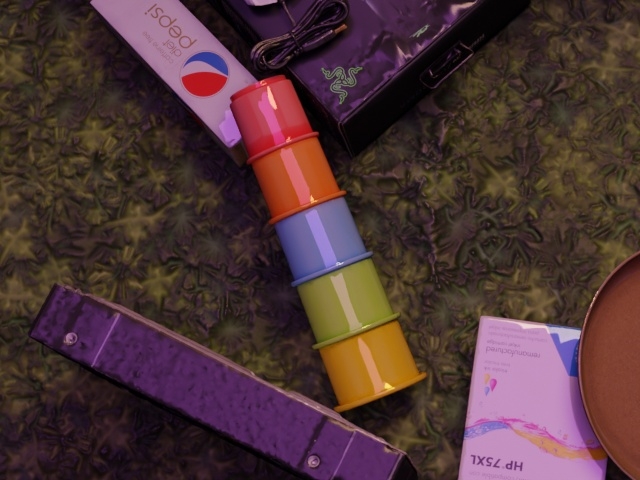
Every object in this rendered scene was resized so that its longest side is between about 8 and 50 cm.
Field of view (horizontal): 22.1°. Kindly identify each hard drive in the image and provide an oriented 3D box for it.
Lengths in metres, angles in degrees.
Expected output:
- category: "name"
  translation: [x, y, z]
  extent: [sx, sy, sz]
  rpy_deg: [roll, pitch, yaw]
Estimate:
- category: "hard drive"
  translation: [-0.077, 0.150, 1.476]
  extent: [0.339, 0.237, 0.064]
  rpy_deg: [26, 82, 12]

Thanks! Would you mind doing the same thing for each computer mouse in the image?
- category: "computer mouse"
  translation: [-0.055, -0.257, 1.532]
  extent: [0.106, 0.042, 0.193]
  rpy_deg: [-30, 76, 2]

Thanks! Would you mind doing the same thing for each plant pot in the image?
- category: "plant pot"
  translation: [0.329, 0.119, 1.495]
  extent: [0.236, 0.032, 0.236]
  rpy_deg: [3, 82, -23]

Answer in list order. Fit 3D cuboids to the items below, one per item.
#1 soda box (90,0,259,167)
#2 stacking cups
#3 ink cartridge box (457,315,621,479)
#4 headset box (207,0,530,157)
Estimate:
- category: "soda box"
  translation: [-0.131, -0.176, 1.640]
  extent: [0.069, 0.074, 0.216]
  rpy_deg: [-43, 76, -5]
- category: "stacking cups"
  translation: [0.000, 0.000, 1.549]
  extent: [0.096, 0.096, 0.316]
  rpy_deg: [-22, 85, 1]
- category: "ink cartridge box"
  translation: [0.198, 0.195, 1.514]
  extent: [0.134, 0.078, 0.231]
  rpy_deg: [7, 78, 7]
- category: "headset box"
  translation: [0.037, -0.258, 1.610]
  extent: [0.246, 0.131, 0.283]
  rpy_deg: [-40, 76, -2]
